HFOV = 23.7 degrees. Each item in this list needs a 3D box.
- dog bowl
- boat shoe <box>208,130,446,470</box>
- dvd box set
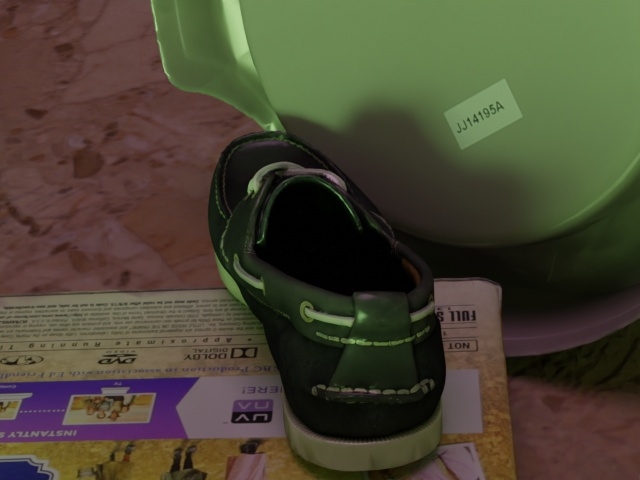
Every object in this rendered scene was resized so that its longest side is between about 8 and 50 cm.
[{"bbox_3d":[0.076,-0.124,0.720,0.348,0.349,0.102,19,27,34],"label":"dog bowl"},{"bbox_3d":[0.000,0.000,0.646,0.084,0.079,0.233,-11,29,-8],"label":"boat shoe"},{"bbox_3d":[-0.076,0.152,0.533,0.307,0.062,0.420,-3,31,4],"label":"dvd box set"}]
